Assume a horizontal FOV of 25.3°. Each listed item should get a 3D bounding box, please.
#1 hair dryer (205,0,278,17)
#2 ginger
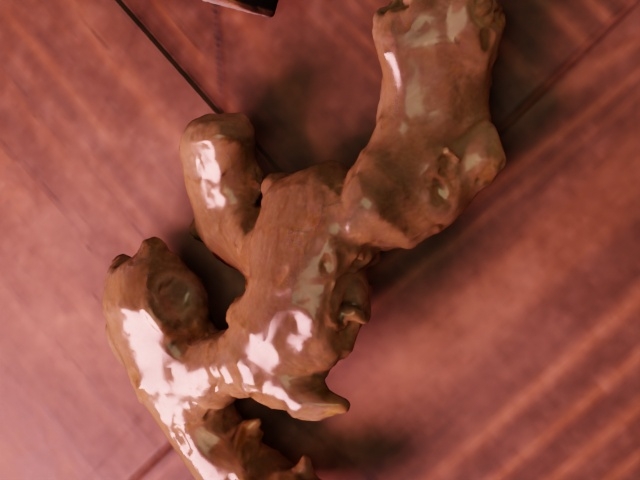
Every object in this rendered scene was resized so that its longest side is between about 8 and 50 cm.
[{"bbox_3d":[-0.110,-0.203,0.635,0.255,0.070,0.128,26,102,19],"label":"hair dryer"},{"bbox_3d":[-0.014,-0.005,0.620,0.149,0.065,0.259,28,105,16],"label":"ginger"}]
